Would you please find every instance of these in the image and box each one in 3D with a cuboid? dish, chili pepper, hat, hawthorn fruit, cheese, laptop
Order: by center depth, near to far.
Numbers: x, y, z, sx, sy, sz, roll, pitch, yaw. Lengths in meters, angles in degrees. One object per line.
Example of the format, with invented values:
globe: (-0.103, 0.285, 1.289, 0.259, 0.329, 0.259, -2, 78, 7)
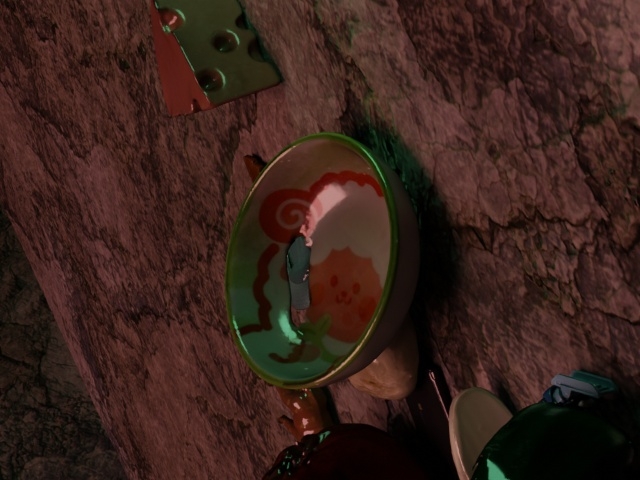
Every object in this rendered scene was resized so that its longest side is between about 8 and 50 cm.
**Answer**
chili pepper: (0.237, 0.314, 1.463, 0.248, 0.256, 0.233, 40, 133, 10)
dish: (0.024, 0.034, 1.844, 0.324, 0.124, 0.324, -17, 67, 46)
laptop: (0.154, 0.257, 1.959, 0.135, 0.016, 0.197, -6, 103, 69)
hawthorn fruit: (0.040, 0.419, 2.006, 0.308, 0.308, 0.325, -16, 90, 68)
hat: (0.000, 0.000, 2.018, 0.138, 0.078, 0.191, 9, 99, 62)
cheese: (-0.169, -0.279, 2.082, 0.203, 0.128, 0.177, 1, 111, 68)

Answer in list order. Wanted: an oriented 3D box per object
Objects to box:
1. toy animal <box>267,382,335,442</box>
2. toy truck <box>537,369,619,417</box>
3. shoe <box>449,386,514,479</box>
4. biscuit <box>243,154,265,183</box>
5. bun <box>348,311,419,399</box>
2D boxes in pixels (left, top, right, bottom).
toy animal: (0.004, 0.328, 2.311, 0.229, 0.066, 0.224, 24, 131, 54)
toy truck: (0.277, 0.171, 1.555, 0.073, 0.056, 0.090, 61, 145, 30)
shoe: (0.209, 0.306, 1.775, 0.265, 0.095, 0.110, 66, 159, 0)
biscuit: (-0.091, -0.093, 2.217, 0.092, 0.016, 0.082, 60, 161, 25)
bun: (0.056, 0.135, 1.942, 0.183, 0.102, 0.183, 165, 90, -71)
